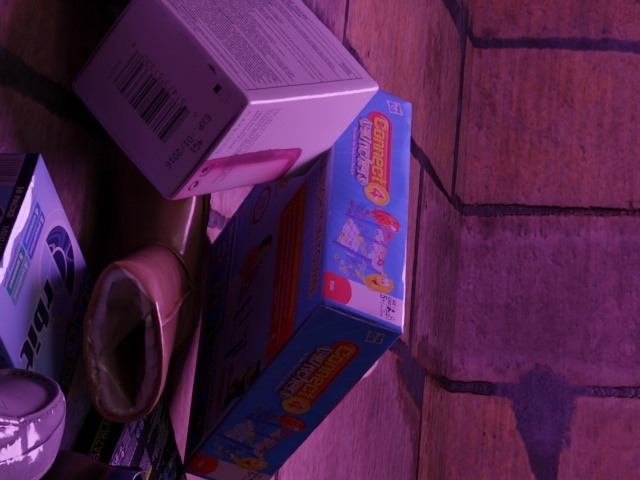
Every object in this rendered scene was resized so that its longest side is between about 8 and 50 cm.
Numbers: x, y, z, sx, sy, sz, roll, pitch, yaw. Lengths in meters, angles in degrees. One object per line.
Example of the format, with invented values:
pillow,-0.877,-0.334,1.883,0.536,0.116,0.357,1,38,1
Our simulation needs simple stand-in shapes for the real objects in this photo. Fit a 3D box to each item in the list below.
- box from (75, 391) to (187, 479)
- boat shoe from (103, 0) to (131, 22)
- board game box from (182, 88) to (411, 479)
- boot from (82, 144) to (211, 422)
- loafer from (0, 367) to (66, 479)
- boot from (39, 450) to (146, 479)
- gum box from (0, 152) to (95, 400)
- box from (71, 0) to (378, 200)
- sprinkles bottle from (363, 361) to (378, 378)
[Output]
box,-0.181,0.234,1.724,0.191,0.045,0.184,-73,162,-47
boat shoe,-0.161,-0.248,1.637,0.285,0.092,0.103,47,45,-71
board game box,-0.023,0.044,1.827,0.302,0.086,0.308,-51,-155,43
boot,-0.150,0.014,1.599,0.269,0.089,0.236,-64,147,-81
loafer,-0.262,0.127,1.269,0.319,0.112,0.111,-29,128,-72
boot,-0.215,0.258,1.471,0.082,0.106,0.219,75,22,-48
gum box,-0.238,0.048,1.484,0.184,0.041,0.157,74,22,-48
box,-0.083,-0.139,1.658,0.127,0.148,0.232,-49,162,26
sprinkles bottle,0.000,0.000,2.233,0.121,0.121,0.355,-61,150,-60
